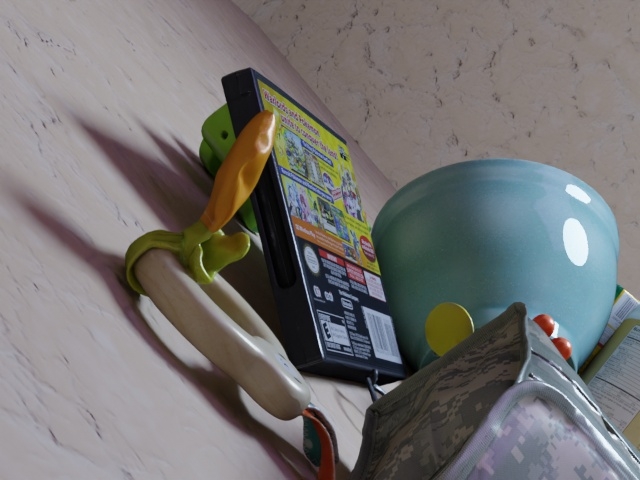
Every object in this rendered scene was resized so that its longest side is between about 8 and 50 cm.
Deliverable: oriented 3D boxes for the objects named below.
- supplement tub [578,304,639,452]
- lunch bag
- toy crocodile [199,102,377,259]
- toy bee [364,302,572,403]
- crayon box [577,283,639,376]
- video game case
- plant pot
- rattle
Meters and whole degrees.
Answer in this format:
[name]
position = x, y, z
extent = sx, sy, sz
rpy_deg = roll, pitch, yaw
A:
[supplement tub]
position = 0.393, 0.211, 1.511
extent = 0.228, 0.316, 0.228
rpy_deg = 40, -8, 7
[lunch bag]
position = 0.138, 0.199, 0.841
extent = 0.235, 0.169, 0.287
rpy_deg = 52, 15, -6
[toy crocodile]
position = -0.024, -0.052, 1.414
extent = 0.115, 0.105, 0.340
rpy_deg = 54, 8, 36
[toy bee]
position = 0.164, 0.145, 1.225
extent = 0.195, 0.162, 0.298
rpy_deg = 56, 6, 1
[crayon box]
position = 0.407, 0.189, 1.685
extent = 0.278, 0.165, 0.081
rpy_deg = 37, 5, -18
[video game case]
position = 0.000, 0.000, 1.187
extent = 0.275, 0.035, 0.248
rpy_deg = 26, 48, -71
[plant pot]
position = 0.199, 0.079, 1.527
extent = 0.293, 0.293, 0.196
rpy_deg = 43, 35, -35
[rattle]
position = -0.017, 0.043, 0.857
extent = 0.199, 0.143, 0.130
rpy_deg = 44, -12, 13
